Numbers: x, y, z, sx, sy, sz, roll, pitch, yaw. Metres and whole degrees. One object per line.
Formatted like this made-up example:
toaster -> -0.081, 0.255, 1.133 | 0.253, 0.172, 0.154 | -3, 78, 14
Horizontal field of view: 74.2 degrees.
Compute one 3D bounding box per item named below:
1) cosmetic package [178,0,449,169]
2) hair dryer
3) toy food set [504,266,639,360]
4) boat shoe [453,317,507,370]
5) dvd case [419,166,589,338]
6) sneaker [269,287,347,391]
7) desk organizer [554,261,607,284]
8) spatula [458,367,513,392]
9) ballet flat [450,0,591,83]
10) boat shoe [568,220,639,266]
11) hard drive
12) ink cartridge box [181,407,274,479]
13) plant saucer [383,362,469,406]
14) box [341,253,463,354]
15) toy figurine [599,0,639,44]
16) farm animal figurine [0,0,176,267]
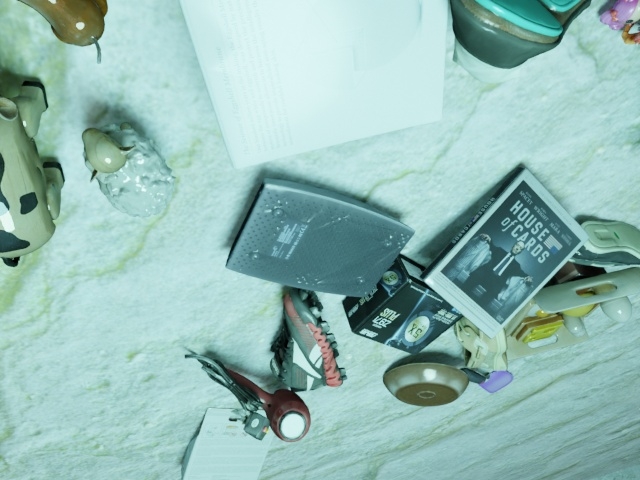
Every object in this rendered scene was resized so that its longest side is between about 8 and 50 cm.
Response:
cosmetic package -> -0.010, -0.218, 0.406 | 0.224, 0.138, 0.224 | -15, 132, -6
hair dryer -> -0.111, 0.290, 0.812 | 0.080, 0.223, 0.294 | -47, 146, -10
toy food set -> 0.512, 0.171, 0.878 | 0.219, 0.093, 0.306 | -13, 147, -2
boat shoe -> 0.323, 0.186, 0.870 | 0.098, 0.109, 0.302 | -10, 139, 18
dvd case -> 0.306, 0.026, 0.704 | 0.179, 0.030, 0.239 | 39, 98, -16
sneaker -> -0.037, 0.196, 0.774 | 0.134, 0.098, 0.276 | -18, 133, -4
desk organizer -> 0.526, 0.064, 0.858 | 0.130, 0.050, 0.047 | 9, 141, -31
spatula -> 0.408, 0.344, 1.058 | 0.084, 0.030, 0.296 | -41, 140, 20
ballet flat -> 0.199, -0.215, 0.432 | 0.280, 0.095, 0.096 | -33, 166, -36
boat shoe -> 0.556, 0.014, 0.817 | 0.232, 0.084, 0.079 | 5, 145, -22
hard drive -> 0.000, 0.000, 0.649 | 0.254, 0.054, 0.172 | 15, 124, -26
ink cartridge box -> -0.211, 0.480, 1.011 | 0.188, 0.066, 0.233 | 13, 104, -25
plant saucer -> 0.245, 0.343, 0.982 | 0.198, 0.036, 0.199 | 3, 139, 2
box -> 0.157, 0.121, 0.782 | 0.180, 0.078, 0.147 | 27, 118, -33
toy figurine -> 0.413, -0.290, 0.510 | 0.159, 0.130, 0.173 | 12, 151, -8
farm animal figurine -> -0.331, -0.104, 0.365 | 0.329, 0.172, 0.327 | -18, 133, -9
